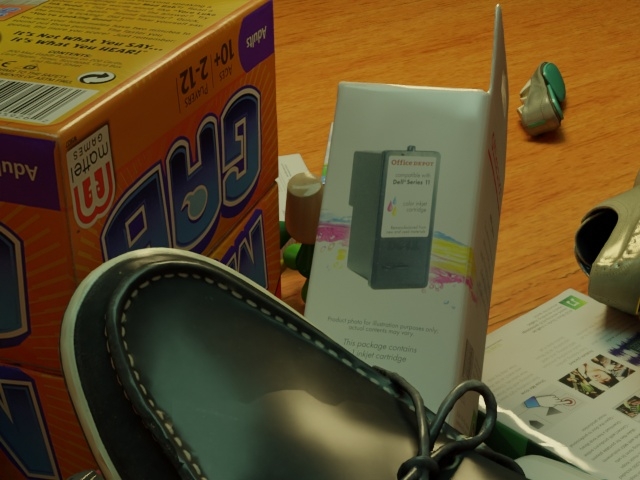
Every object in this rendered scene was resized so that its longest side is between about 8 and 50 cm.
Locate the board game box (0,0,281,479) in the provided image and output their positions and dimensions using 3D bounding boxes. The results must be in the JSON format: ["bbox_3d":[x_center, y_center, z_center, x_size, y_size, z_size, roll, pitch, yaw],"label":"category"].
[{"bbox_3d":[-0.263,-0.009,0.938,0.356,0.356,0.356,9,29,18],"label":"board game box"}]

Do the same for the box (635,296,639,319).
[{"bbox_3d":[0.461,0.007,0.940,0.322,0.079,0.257,22,68,-3],"label":"box"}]

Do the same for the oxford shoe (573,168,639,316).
[{"bbox_3d":[0.345,-0.024,1.155,0.146,0.141,0.397,4,15,12],"label":"oxford shoe"}]

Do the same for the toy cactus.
[{"bbox_3d":[0.000,0.000,1.108,0.219,0.180,0.112,20,54,21],"label":"toy cactus"}]

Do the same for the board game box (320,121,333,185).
[{"bbox_3d":[0.086,-0.103,1.455,0.160,0.039,0.211,1,27,4],"label":"board game box"}]

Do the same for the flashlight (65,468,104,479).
[{"bbox_3d":[-0.099,0.165,0.796,0.103,0.103,0.304,-32,4,25],"label":"flashlight"}]

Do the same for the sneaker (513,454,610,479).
[{"bbox_3d":[0.282,0.241,0.707,0.366,0.135,0.150,31,39,28],"label":"sneaker"}]

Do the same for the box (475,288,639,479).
[{"bbox_3d":[0.271,0.159,0.934,0.232,0.058,0.322,-22,33,-36],"label":"box"}]

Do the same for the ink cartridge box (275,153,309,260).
[{"bbox_3d":[-0.108,-0.034,1.318,0.224,0.045,0.223,-7,28,-10],"label":"ink cartridge box"}]

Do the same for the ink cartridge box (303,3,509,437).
[{"bbox_3d":[0.072,0.012,0.855,0.119,0.354,0.207,6,-15,14],"label":"ink cartridge box"}]

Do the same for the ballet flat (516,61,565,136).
[{"bbox_3d":[0.328,-0.215,1.640,0.068,0.072,0.213,-24,17,22],"label":"ballet flat"}]

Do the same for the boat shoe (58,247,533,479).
[{"bbox_3d":[0.050,0.168,0.594,0.186,0.156,0.500,-33,69,-35],"label":"boat shoe"}]
